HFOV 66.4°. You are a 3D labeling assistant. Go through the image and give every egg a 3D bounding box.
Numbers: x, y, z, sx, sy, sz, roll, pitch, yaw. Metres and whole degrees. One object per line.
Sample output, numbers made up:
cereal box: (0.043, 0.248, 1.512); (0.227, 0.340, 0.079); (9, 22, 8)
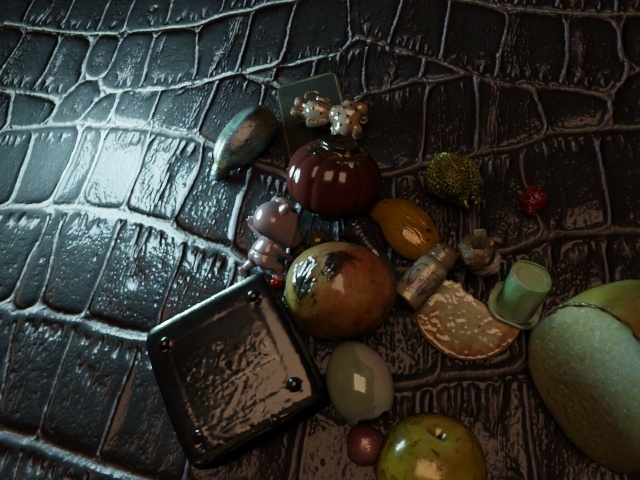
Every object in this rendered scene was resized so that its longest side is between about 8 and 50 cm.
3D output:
egg: (0.102, 0.376, 1.333); (0.183, 0.183, 0.217); (-19, 73, 1)

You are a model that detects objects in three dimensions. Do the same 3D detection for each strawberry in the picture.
strawberry: (0.657, -0.120, 1.509); (0.083, 0.083, 0.096); (16, 78, 16)

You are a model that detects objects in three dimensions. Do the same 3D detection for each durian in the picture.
durian: (0.423, -0.191, 1.544); (0.198, 0.146, 0.159); (29, 75, 4)

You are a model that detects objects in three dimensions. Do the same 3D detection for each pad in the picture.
pad: (0.003, -0.477, 1.780); (0.314, 0.063, 0.375); (-14, 66, 4)

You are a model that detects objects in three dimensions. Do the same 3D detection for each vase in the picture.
vase: (0.169, 0.046, 1.512); (0.115, 0.115, 0.237); (-33, 70, -5)

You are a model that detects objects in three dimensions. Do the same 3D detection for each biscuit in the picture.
biscuit: (0.395, 0.236, 1.418); (0.309, 0.040, 0.204); (35, 75, 24)

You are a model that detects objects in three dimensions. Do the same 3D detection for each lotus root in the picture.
lotus root: (-0.286, -0.350, 1.735); (0.158, 0.140, 0.322); (38, 80, 21)

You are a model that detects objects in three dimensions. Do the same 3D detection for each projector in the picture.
projector: (-0.228, 0.363, 1.366); (0.395, 0.242, 0.405); (-28, 67, -4)

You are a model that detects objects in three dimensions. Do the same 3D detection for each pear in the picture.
pear: (0.265, 0.564, 1.185); (0.280, 0.281, 0.281); (-4, 67, 8)

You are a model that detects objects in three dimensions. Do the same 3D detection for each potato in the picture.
potato: (0.743, 0.285, 1.131); (0.319, 0.442, 0.385); (-21, 52, -14)

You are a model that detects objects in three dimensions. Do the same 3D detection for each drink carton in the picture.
drink carton: (0.559, 0.143, 1.353); (0.146, 0.142, 0.144); (23, 51, 16)

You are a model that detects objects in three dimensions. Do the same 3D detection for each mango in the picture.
mango: (0.262, -0.045, 1.525); (0.157, 0.109, 0.262); (-42, 65, -5)

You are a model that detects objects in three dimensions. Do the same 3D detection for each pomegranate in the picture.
pomegranate: (0.054, 0.143, 1.373); (0.322, 0.322, 0.322); (-4, 67, 8)

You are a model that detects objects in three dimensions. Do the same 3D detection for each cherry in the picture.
cherry: (0.077, 0.545, 1.316); (0.225, 0.090, 0.107); (6, 88, 9)

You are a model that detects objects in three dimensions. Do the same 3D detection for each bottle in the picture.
bottle: (0.312, 0.102, 1.418); (0.209, 0.110, 0.097); (-46, 45, -7)

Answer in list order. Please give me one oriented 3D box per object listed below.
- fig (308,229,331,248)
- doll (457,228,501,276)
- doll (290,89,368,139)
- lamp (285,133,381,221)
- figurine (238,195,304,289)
fig: (0.000, 0.000, 1.575); (0.074, 0.074, 0.088); (7, 42, 13)
doll: (0.452, 0.038, 1.399); (0.115, 0.221, 0.105); (18, 82, 30)
doll: (0.034, -0.442, 1.711); (0.278, 0.119, 0.154); (24, 73, 18)
lamp: (0.043, -0.195, 1.541); (0.303, 0.257, 0.303); (8, 31, -5)
figurine: (-0.148, 0.004, 1.575); (0.176, 0.186, 0.288); (19, 91, 56)
